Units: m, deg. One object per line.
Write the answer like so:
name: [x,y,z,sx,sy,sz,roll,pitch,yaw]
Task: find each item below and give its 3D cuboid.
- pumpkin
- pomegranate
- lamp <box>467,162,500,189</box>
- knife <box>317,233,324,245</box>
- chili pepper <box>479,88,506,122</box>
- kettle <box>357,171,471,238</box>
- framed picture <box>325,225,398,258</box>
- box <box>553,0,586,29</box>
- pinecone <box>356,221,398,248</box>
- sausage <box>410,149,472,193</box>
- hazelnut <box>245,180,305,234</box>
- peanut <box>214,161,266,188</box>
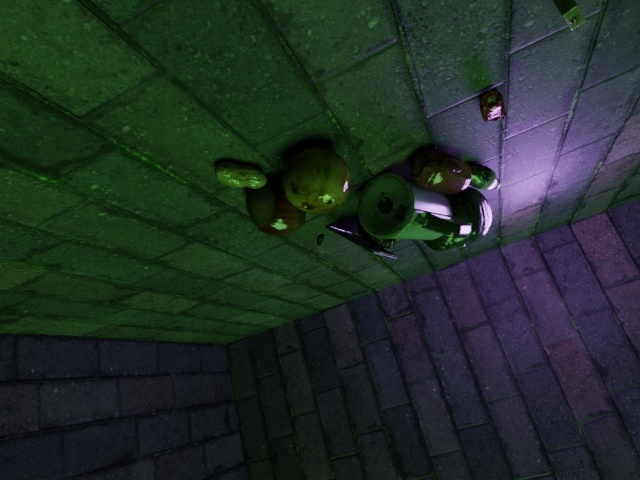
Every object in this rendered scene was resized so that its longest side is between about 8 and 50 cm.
pumpkin: [0.610,-0.092,1.921,0.327,0.258,0.291,-23,176,43]
pomegranate: [-0.010,-0.192,1.314,0.215,0.216,0.215,-14,159,-5]
lamp: [0.665,-0.266,1.743,0.250,0.101,0.101,14,146,-31]
knife: [0.000,0.000,2.044,0.031,0.018,0.121,-10,160,-9]
chili pepper: [0.538,-0.422,1.301,0.071,0.073,0.123,-63,152,2]
kettle: [0.397,-0.103,1.656,0.361,0.250,0.376,25,-166,40]
framed picture: [0.191,0.005,1.916,0.232,0.296,0.019,13,104,-52]
box: [0.584,-0.551,0.985,0.079,0.083,0.035,6,150,-45]
pinecone: [0.284,-0.054,1.894,0.212,0.185,0.169,-18,147,-52]
sausage: [0.447,-0.251,1.550,0.279,0.152,0.152,4,152,-41]
hazelnut: [-0.151,-0.119,1.425,0.210,0.210,0.186,-19,131,9]
peanut: [-0.244,-0.197,1.294,0.174,0.080,0.080,3,152,-38]
